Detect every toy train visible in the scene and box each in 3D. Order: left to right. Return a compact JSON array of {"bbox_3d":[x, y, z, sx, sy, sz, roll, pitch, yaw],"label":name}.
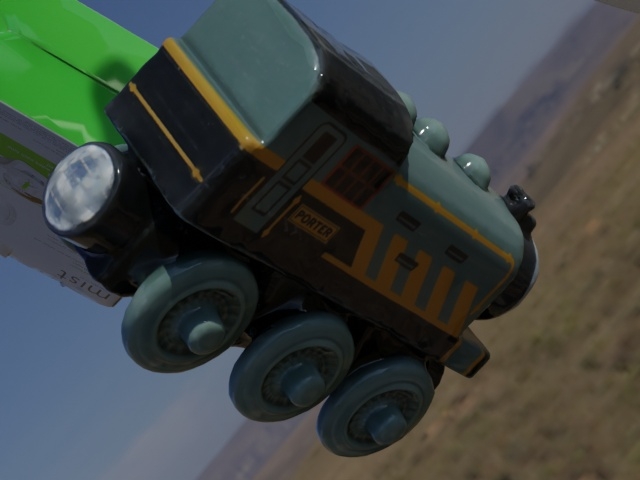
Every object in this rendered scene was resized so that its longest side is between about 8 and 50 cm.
[{"bbox_3d":[0.000,0.000,0.880,0.190,0.142,0.334,-46,-41,11],"label":"toy train"}]

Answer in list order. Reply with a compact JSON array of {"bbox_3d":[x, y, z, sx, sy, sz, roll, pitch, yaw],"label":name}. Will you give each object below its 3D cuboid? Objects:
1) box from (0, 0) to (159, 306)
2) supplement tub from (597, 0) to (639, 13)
[{"bbox_3d":[-0.230,-0.083,1.314,0.231,0.262,0.127,-41,23,57],"label":"box"},{"bbox_3d":[0.219,-0.331,1.063,0.228,0.228,0.316,-25,-44,-81],"label":"supplement tub"}]
